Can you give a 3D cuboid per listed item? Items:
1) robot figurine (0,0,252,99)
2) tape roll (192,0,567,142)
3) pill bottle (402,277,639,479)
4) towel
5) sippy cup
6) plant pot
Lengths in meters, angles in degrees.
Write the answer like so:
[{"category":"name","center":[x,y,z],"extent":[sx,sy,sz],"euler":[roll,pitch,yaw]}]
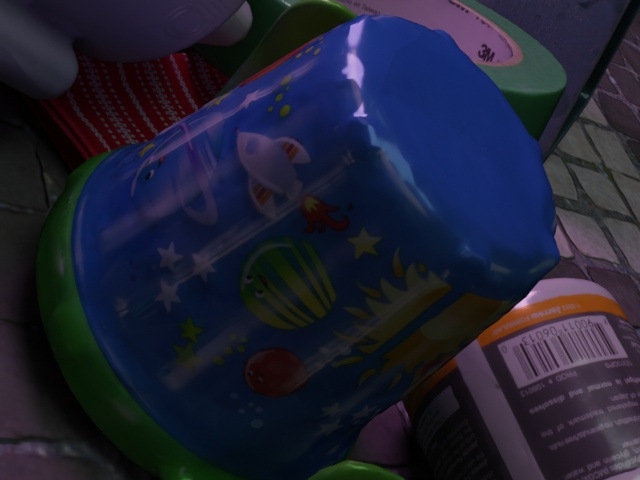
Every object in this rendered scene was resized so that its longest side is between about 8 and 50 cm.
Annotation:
[{"category":"robot figurine","center":[-0.151,-0.238,0.710],"extent":[0.353,0.199,0.300],"euler":[33,69,-62]},{"category":"tape roll","center":[0.044,-0.167,0.984],"extent":[0.321,0.077,0.321],"euler":[20,24,-9]},{"category":"pill bottle","center":[0.170,0.174,0.733],"extent":[0.162,0.162,0.278],"euler":[10,46,-41]},{"category":"towel","center":[-0.080,-0.068,0.866],"extent":[0.275,0.031,0.199],"euler":[-11,61,-53]},{"category":"sippy cup","center":[0.000,0.000,0.660],"extent":[0.240,0.224,0.305],"euler":[-12,71,-53]},{"category":"plant pot","center":[0.197,-0.268,1.223],"extent":[0.252,0.247,0.248],"euler":[30,30,11]}]
